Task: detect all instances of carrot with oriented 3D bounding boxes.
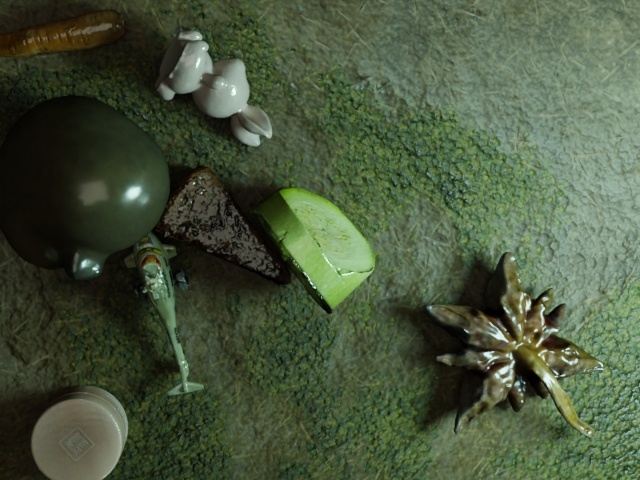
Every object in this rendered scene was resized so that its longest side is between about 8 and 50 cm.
[{"bbox_3d":[-0.436,-0.330,1.821,0.247,0.059,0.059,-10,96,0],"label":"carrot"}]

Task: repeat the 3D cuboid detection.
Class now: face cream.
[{"bbox_3d":[-0.399,0.324,1.862,0.149,0.104,0.149,0,96,-4],"label":"face cream"}]

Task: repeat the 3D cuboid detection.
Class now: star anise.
[{"bbox_3d":[0.335,0.194,1.902,0.292,0.109,0.350,-12,97,2],"label":"star anise"}]

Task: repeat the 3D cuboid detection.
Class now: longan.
[{"bbox_3d":[-0.373,-0.080,1.745,0.243,0.300,0.300,11,97,-46],"label":"longan"}]

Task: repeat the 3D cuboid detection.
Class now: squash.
[{"bbox_3d":[-0.012,0.002,1.801,0.133,0.220,0.220,-38,97,4],"label":"squash"}]

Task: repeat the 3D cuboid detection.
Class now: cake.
[{"bbox_3d":[-0.140,-0.030,1.842,0.246,0.112,0.135,22,91,-6],"label":"cake"}]

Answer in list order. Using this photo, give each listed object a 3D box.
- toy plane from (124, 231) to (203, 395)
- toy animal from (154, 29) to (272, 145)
[{"bbox_3d":[-0.257,0.115,1.858,0.092,0.108,0.287,-13,110,-2],"label":"toy plane"},{"bbox_3d":[-0.160,-0.248,1.828,0.212,0.124,0.124,34,93,-28],"label":"toy animal"}]
